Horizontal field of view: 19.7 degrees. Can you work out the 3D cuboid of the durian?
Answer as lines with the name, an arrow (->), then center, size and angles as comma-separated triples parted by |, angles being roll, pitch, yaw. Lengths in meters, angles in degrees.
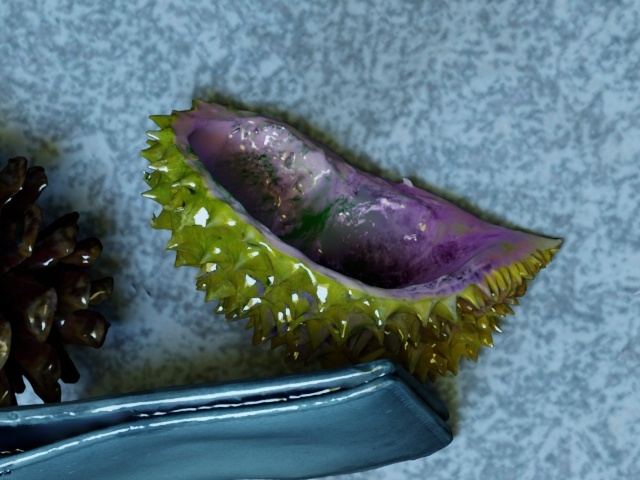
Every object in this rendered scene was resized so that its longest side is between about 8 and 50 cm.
durian -> -0.008, 0.012, 1.191 | 0.260, 0.186, 0.154 | 27, 98, 17

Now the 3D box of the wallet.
wallet -> -0.072, 0.124, 1.173 | 0.290, 0.251, 0.054 | -7, 79, 11

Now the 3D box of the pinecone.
pinecone -> -0.232, 0.031, 1.215 | 0.207, 0.208, 0.208 | 2, 101, 9
